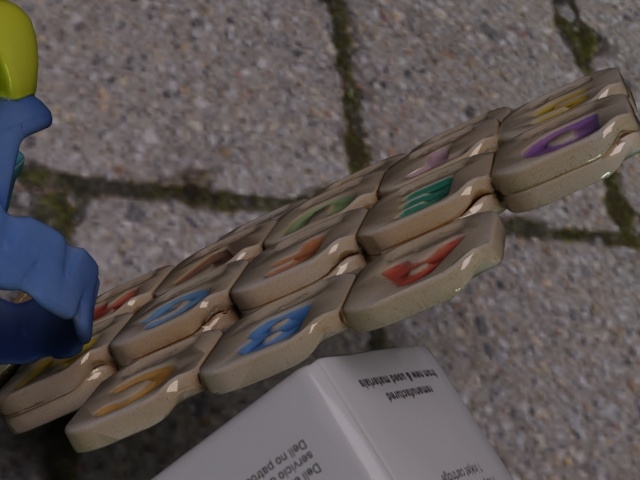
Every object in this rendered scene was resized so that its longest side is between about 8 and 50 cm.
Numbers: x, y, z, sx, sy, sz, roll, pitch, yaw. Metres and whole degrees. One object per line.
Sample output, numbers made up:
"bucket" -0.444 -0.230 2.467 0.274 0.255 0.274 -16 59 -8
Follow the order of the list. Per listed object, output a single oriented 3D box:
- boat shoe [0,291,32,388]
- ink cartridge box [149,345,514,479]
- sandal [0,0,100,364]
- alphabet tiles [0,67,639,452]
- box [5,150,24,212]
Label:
"boat shoe" -0.162 0.053 0.655 0.045 0.050 0.135 39 53 -4
"ink cartridge box" 0.018 0.209 0.532 0.278 0.201 0.117 58 21 16
"sandal" -0.182 0.038 0.492 0.317 0.126 0.138 -43 108 -39
"alphabet tiles" 0.000 0.000 0.617 0.021 0.284 0.278 63 16 -11
"box" -0.255 -0.066 0.658 0.244 0.100 0.060 36 55 1
